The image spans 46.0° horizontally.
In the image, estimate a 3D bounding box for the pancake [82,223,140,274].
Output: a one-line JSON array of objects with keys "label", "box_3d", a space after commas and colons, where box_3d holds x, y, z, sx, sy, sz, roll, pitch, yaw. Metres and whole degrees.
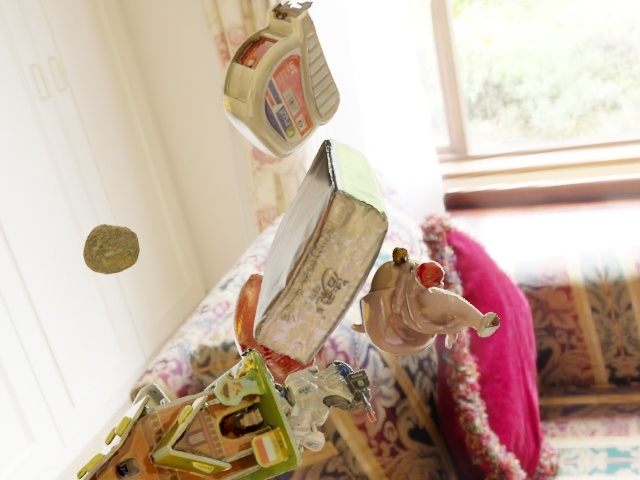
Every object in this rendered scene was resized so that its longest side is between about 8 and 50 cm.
[{"label": "pancake", "box_3d": [-0.387, 0.017, 1.402, 0.108, 0.108, 0.017, -20, -14, -16]}]

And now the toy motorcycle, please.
[{"label": "toy motorcycle", "box_3d": [0.000, 0.301, 1.381, 0.221, 0.102, 0.150, -13, 56, -32]}]

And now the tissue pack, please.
[{"label": "tissue pack", "box_3d": [0.000, 0.000, 1.325, 0.124, 0.288, 0.394, 24, 18, -10]}]

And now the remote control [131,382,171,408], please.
[{"label": "remote control", "box_3d": [-0.325, 0.470, 1.745, 0.056, 0.296, 0.140, -33, -15, -38]}]

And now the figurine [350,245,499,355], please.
[{"label": "figurine", "box_3d": [0.174, 0.102, 1.299, 0.176, 0.186, 0.287, 1, -10, -19]}]

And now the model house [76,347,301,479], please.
[{"label": "model house", "box_3d": [-0.224, 0.409, 1.242, 0.323, 0.340, 0.300, -14, -16, -31]}]

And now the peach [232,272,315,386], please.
[{"label": "peach", "box_3d": [-0.112, 0.212, 1.710, 0.158, 0.267, 0.154, -23, 21, -24]}]

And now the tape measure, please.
[{"label": "tape measure", "box_3d": [-0.083, -0.327, 1.584, 0.130, 0.258, 0.265, 30, 69, 37]}]
